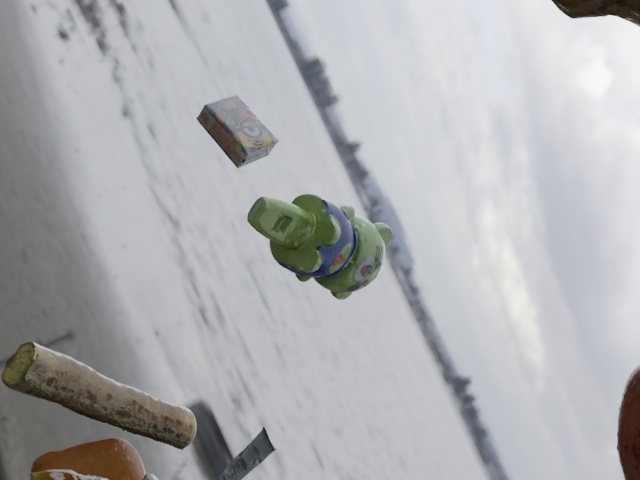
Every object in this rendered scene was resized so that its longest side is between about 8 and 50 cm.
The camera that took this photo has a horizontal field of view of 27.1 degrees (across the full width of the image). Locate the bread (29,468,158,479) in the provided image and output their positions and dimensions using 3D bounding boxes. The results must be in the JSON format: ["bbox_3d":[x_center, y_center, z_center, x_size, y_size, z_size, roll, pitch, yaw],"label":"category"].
[{"bbox_3d":[-0.322,0.461,1.914,0.225,0.250,0.279,82,17,-57],"label":"bread"}]

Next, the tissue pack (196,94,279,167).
[{"bbox_3d":[-0.100,-0.133,1.594,0.083,0.035,0.063,49,42,11],"label":"tissue pack"}]

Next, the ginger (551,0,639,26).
[{"bbox_3d":[0.381,-0.245,1.305,0.321,0.172,0.165,30,-23,33],"label":"ginger"}]

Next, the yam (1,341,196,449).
[{"bbox_3d":[-0.279,0.209,1.738,0.300,0.066,0.066,31,25,-40],"label":"yam"}]

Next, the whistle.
[{"bbox_3d":[0.000,0.000,1.480,0.085,0.105,0.227,41,9,39],"label":"whistle"}]

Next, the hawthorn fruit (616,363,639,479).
[{"bbox_3d":[0.510,0.223,1.733,0.287,0.287,0.330,57,11,-76],"label":"hawthorn fruit"}]

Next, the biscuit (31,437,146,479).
[{"bbox_3d":[-0.372,0.414,2.142,0.036,0.192,0.186,70,8,-61],"label":"biscuit"}]

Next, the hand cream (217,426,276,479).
[{"bbox_3d":[-0.084,0.248,1.488,0.019,0.093,0.030,12,40,-54],"label":"hand cream"}]
